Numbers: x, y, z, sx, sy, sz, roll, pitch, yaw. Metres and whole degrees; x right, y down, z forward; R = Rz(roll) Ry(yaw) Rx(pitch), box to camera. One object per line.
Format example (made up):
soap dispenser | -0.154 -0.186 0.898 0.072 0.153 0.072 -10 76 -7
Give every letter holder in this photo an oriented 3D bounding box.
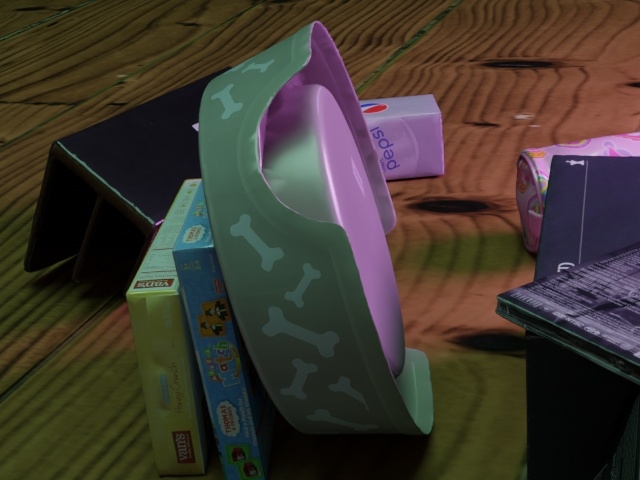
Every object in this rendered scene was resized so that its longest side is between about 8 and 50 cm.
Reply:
letter holder | -0.177 -0.042 1.269 0.152 0.214 0.302 39 40 14

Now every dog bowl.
dog bowl | 0.000 0.000 0.895 0.102 0.348 0.348 -15 23 9

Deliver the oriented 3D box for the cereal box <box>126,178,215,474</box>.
cereal box | -0.111 0.067 0.951 0.047 0.172 0.240 -3 25 6

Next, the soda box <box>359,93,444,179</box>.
soda box | 0.019 -0.131 1.457 0.287 0.091 0.098 -5 23 1

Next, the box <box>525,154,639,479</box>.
box | 0.327 0.071 0.834 0.313 0.178 0.343 2 25 15

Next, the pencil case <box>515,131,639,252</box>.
pencil case | 0.359 -0.058 1.187 0.284 0.124 0.124 -5 24 -2

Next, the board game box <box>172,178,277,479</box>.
board game box | -0.071 0.067 0.889 0.039 0.211 0.160 -6 24 6

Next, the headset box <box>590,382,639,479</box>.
headset box | 0.282 0.193 0.542 0.293 0.110 0.218 22 20 12

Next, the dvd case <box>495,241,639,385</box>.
dvd case | 0.247 0.038 0.678 0.221 0.018 0.165 -18 27 -31
